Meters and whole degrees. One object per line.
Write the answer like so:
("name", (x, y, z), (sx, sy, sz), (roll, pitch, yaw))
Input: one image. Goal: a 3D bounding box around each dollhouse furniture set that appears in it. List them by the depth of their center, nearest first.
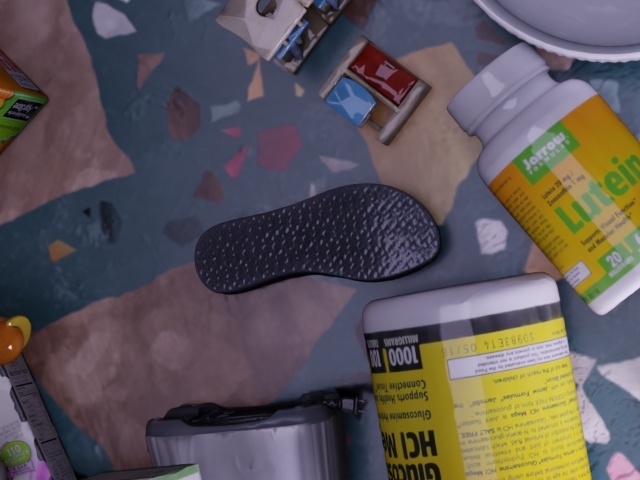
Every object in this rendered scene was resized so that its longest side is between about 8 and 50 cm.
("dollhouse furniture set", (0.022, -0.201, 1.648), (0.184, 0.129, 0.129), (38, 96, 10))

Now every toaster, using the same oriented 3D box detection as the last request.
("toaster", (-0.056, 0.230, 1.665), (0.227, 0.129, 0.146), (-7, 93, 12))

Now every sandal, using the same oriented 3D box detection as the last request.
("sandal", (-0.001, -0.001, 1.698), (0.254, 0.054, 0.097), (-6, 82, 20))

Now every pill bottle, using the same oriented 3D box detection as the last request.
("pill bottle", (0.155, 0.206, 1.593), (0.188, 0.188, 0.334), (-10, 88, 11))
("pill bottle", (0.234, -0.063, 1.604), (0.136, 0.136, 0.245), (-41, 83, 8))

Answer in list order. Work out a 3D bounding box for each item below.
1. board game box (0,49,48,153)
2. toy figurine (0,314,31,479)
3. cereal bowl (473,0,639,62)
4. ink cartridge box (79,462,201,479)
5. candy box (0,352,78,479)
("board game box", (-0.555, -0.141, 1.641), (0.356, 0.356, 0.356), (44, 97, 8))
("toy figurine", (-0.380, 0.149, 1.611), (0.148, 0.213, 0.209), (11, 85, 23))
("cereal bowl", (0.277, -0.328, 1.594), (0.339, 0.141, 0.339), (0, 90, 11))
("ink cartridge box", (-0.191, 0.278, 1.637), (0.209, 0.062, 0.109), (-14, 90, 46))
("candy box", (-0.340, 0.246, 1.746), (0.159, 0.071, 0.233), (-26, 84, 9))
